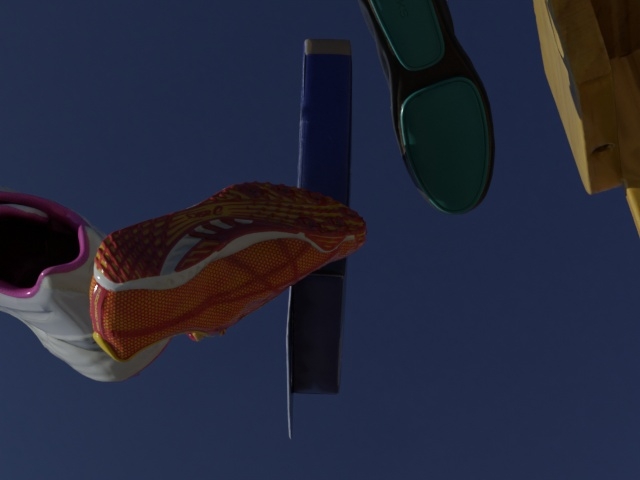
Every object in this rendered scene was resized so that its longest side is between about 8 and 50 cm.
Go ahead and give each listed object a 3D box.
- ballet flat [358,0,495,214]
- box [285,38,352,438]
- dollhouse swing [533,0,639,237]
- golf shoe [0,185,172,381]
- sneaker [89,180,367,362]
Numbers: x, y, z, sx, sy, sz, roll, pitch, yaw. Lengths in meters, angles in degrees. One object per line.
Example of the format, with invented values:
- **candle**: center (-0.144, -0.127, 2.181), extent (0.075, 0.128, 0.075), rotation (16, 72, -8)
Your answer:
- **ballet flat**: center (0.075, -0.119, 1.024), extent (0.074, 0.074, 0.203), rotation (-27, -70, -21)
- **box**: center (0.000, 0.000, 0.925), extent (0.037, 0.225, 0.136), rotation (3, -36, 1)
- **dollhouse swing**: center (0.365, -0.096, 1.048), extent (0.347, 0.305, 0.315), rotation (-18, -25, 6)
- **golf shoe**: center (-0.243, -0.002, 1.082), extent (0.115, 0.306, 0.140), rotation (-60, -32, -20)
- **sneaker**: center (-0.049, 0.014, 0.764), extent (0.175, 0.064, 0.067), rotation (-16, -48, -36)
